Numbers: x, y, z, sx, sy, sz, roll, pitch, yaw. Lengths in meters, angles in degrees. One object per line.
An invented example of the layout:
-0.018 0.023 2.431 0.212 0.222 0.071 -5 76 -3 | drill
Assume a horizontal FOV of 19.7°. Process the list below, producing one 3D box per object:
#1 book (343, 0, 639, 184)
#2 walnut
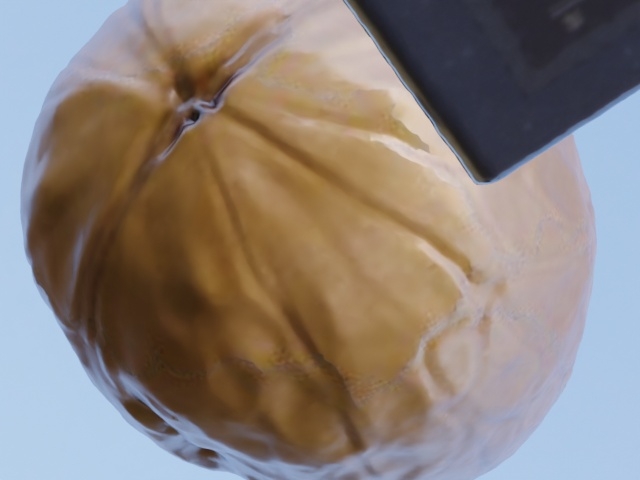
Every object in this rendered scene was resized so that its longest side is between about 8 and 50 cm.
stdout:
0.039 -0.147 0.265 0.191 0.025 0.269 -33 -52 8 | book
0.000 0.000 0.644 0.195 0.195 0.222 23 -21 23 | walnut
